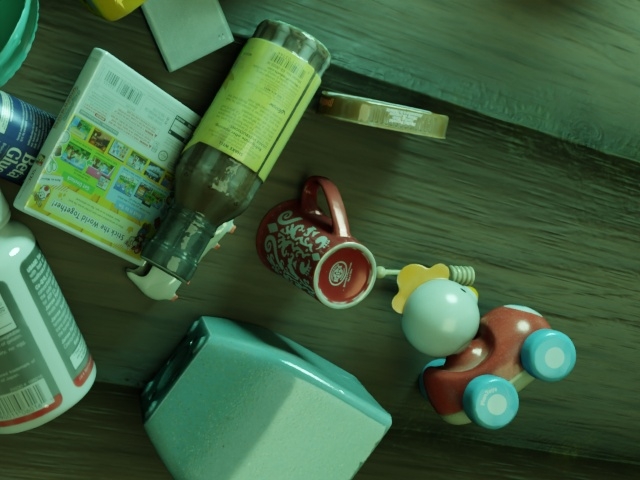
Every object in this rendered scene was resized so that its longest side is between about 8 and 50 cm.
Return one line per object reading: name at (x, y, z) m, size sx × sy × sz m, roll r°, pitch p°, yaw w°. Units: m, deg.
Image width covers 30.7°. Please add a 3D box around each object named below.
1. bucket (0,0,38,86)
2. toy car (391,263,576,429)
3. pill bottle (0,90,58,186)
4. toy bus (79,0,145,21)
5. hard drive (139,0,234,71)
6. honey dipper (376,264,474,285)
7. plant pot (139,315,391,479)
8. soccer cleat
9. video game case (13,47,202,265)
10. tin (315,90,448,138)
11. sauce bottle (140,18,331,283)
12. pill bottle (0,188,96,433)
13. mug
bucket at (-0.425, -0.261, 1.203) m, size 0.281 × 0.183 × 0.281 m, roll 0°, pitch 90°, yaw -6°
toy car at (0.207, 0.122, 1.688) m, size 0.210 × 0.219 × 0.238 m, roll -37°, pitch 101°, yaw -10°
pill bottle at (-0.352, -0.114, 1.379) m, size 0.169 × 0.094 × 0.094 m, roll 25°, pitch 96°, yaw -42°
toy bus at (-0.281, -0.392, 1.187) m, size 0.108 × 0.130 × 0.332 m, roll -38°, pitch 120°, yaw -9°
hard drive at (-0.175, -0.291, 1.452) m, size 0.094 × 0.022 × 0.135 m, roll -29°, pitch 117°, yaw -14°
honey dipper at (0.152, 0.048, 1.723) m, size 0.161 × 0.030 × 0.030 m, roll 5°, pitch 105°, yaw -23°
plant pot at (-0.099, 0.238, 1.551) m, size 0.252 × 0.247 × 0.247 m, roll 37°, pitch 89°, yaw -14°
soccer cleat at (-0.173, -0.008, 1.526) m, size 0.076 × 0.068 × 0.196 m, roll 37°, pitch 92°, yaw -27°
video game case at (-0.245, -0.094, 1.417) m, size 0.227 × 0.026 × 0.206 m, roll 33°, pitch 83°, yaw -56°
tin at (0.086, -0.169, 1.570) m, size 0.190 × 0.106 × 0.040 m, roll 7°, pitch 104°, yaw -28°
sauce bottle at (-0.112, -0.111, 1.465) m, size 0.111 × 0.111 × 0.344 m, roll 36°, pitch 79°, yaw -31°
pill bottle at (-0.393, 0.074, 1.393) m, size 0.161 × 0.161 × 0.283 m, roll -27°, pitch 116°, yaw -15°
mug at (-0.008, 0.006, 1.548) m, size 0.113 × 0.169 × 0.150 m, roll -23°, pitch 116°, yaw -16°
